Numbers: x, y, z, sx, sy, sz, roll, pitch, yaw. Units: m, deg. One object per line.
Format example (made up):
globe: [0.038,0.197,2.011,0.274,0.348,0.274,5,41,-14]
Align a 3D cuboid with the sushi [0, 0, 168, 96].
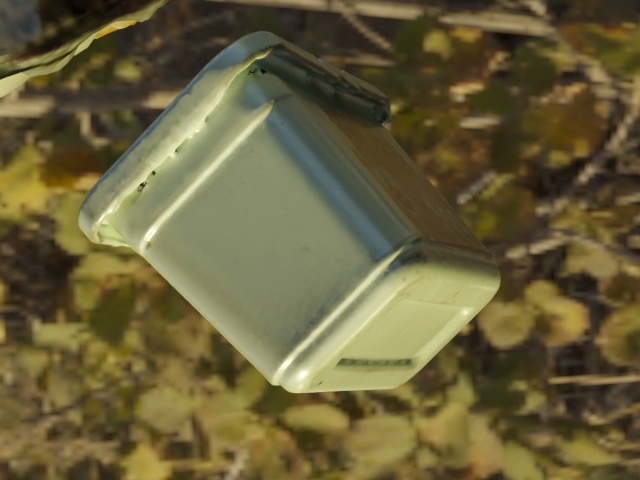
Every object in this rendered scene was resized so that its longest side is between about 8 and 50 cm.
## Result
sushi: [-0.104,-0.151,0.621,0.211,0.350,0.171,-17,106,33]

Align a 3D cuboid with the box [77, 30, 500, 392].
box: [0.000,0.000,1.308,0.175,0.312,0.182,-45,76,10]
